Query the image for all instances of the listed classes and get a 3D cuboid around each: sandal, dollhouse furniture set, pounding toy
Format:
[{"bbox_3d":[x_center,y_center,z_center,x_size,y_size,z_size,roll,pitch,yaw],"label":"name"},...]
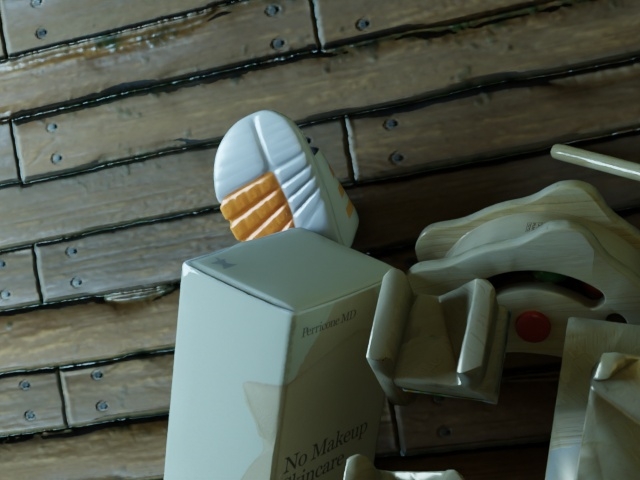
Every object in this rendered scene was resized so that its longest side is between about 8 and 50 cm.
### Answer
[{"bbox_3d":[-0.009,0.003,1.076,0.102,0.076,0.265,-14,109,27],"label":"sandal"},{"bbox_3d":[0.203,0.257,0.825,0.362,0.256,0.394,7,69,16],"label":"dollhouse furniture set"},{"bbox_3d":[0.205,0.022,1.002,0.270,0.155,0.154,-18,115,28],"label":"pounding toy"}]

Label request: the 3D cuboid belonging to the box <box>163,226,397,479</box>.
[{"bbox_3d":[-0.038,0.160,0.997,0.121,0.148,0.311,23,118,35],"label":"box"}]
